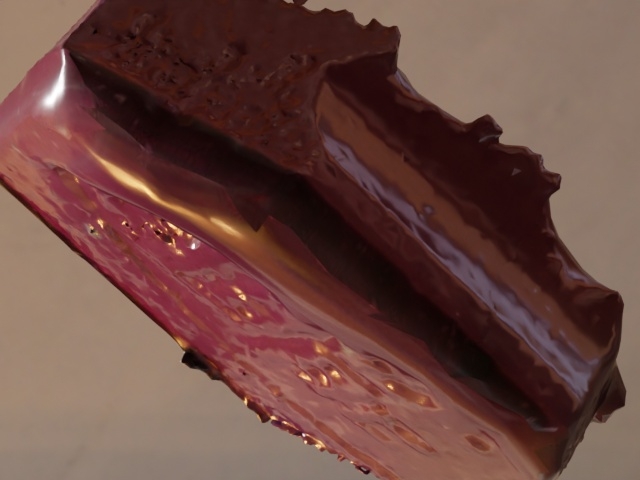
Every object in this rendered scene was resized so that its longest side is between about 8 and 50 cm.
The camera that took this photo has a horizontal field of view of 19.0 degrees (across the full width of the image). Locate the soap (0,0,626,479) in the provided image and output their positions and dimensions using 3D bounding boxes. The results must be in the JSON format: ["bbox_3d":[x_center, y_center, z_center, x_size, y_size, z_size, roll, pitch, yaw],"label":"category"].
[{"bbox_3d":[0.000,0.000,0.937,0.127,0.325,0.220,-55,14,-24],"label":"soap"}]
